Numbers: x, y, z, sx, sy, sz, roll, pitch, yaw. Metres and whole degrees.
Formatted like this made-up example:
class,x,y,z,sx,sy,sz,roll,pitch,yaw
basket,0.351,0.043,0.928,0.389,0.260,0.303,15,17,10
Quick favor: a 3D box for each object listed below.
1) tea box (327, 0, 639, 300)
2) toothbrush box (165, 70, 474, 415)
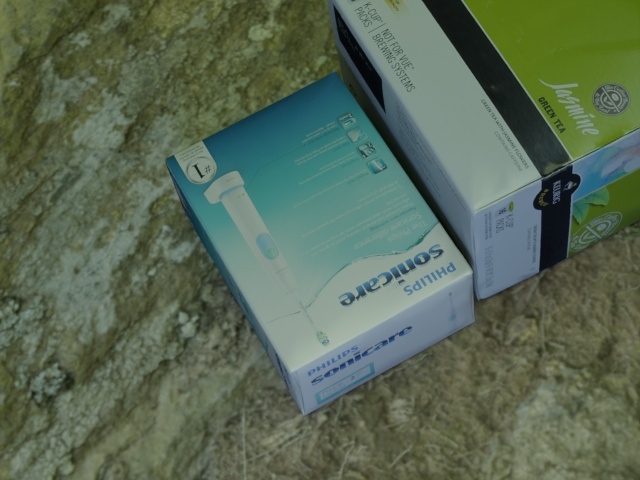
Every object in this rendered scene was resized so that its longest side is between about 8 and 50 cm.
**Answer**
class,x,y,z,sx,sy,sz,roll,pitch,yaw
tea box,0.226,-0.173,1.579,0.324,0.220,0.329,-27,63,-5
toothbrush box,0.000,0.000,1.574,0.216,0.126,0.295,-29,62,-8
